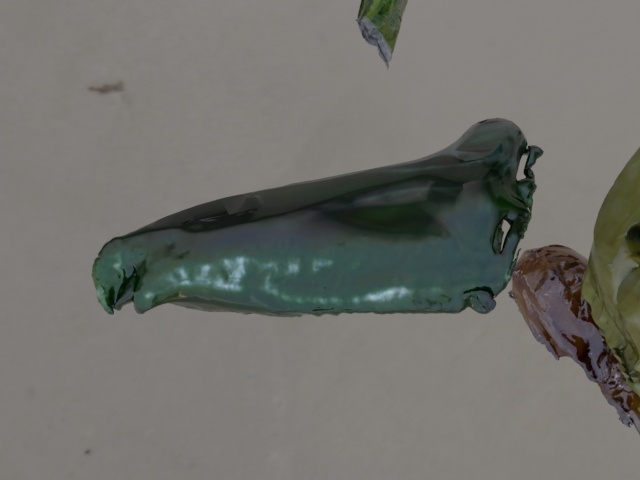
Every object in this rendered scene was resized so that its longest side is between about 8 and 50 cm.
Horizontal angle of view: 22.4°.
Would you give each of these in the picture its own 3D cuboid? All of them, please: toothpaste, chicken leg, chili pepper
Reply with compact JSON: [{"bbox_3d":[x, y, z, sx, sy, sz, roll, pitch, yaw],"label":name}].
[{"bbox_3d":[0.083,-0.299,1.681,0.047,0.078,0.248,0,59,29],"label":"toothpaste"},{"bbox_3d":[0.286,0.131,1.532,0.093,0.113,0.304,-34,77,4],"label":"chicken leg"},{"bbox_3d":[0.001,0.003,0.742,0.216,0.108,0.062,-14,113,4],"label":"chili pepper"}]

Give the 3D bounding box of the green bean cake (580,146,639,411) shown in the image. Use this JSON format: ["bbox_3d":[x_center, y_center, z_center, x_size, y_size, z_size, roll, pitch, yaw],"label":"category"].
[{"bbox_3d":[0.345,0.005,1.286,0.202,0.285,0.310,32,105,-16],"label":"green bean cake"}]
